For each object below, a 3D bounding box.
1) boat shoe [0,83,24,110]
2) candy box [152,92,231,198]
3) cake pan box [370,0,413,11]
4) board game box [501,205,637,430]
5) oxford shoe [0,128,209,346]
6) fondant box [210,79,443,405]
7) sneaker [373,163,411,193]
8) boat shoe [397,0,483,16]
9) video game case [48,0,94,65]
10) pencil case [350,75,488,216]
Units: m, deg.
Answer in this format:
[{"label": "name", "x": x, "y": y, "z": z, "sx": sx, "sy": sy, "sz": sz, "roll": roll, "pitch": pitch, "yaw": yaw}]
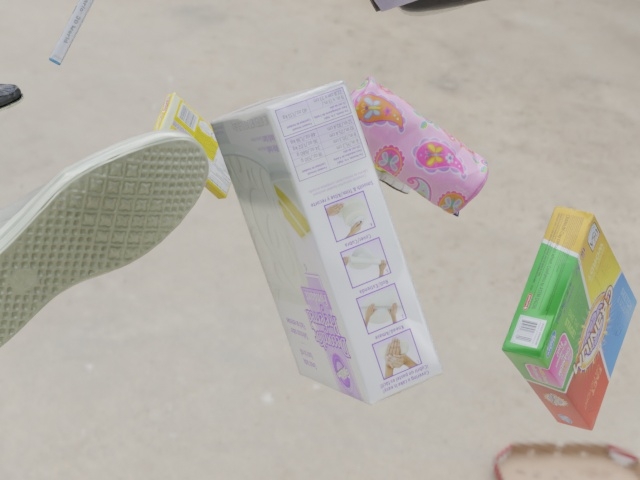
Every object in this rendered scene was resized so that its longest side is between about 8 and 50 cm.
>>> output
[{"label": "boat shoe", "x": -0.439, "y": -0.183, "z": 1.505, "sx": 0.133, "sy": 0.042, "sz": 0.049, "roll": -2, "pitch": 34, "yaw": 5}, {"label": "candy box", "x": -0.233, "y": -0.177, "z": 2.276, "sx": 0.027, "sy": 0.206, "sz": 0.105, "roll": -5, "pitch": 55, "yaw": 38}, {"label": "cake pan box", "x": 0.150, "y": -0.365, "z": 1.173, "sx": 0.246, "sy": 0.070, "sz": 0.266, "roll": -14, "pitch": 57, "yaw": 23}, {"label": "board game box", "x": 0.392, "y": 0.127, "z": 1.857, "sx": 0.064, "sy": 0.242, "sz": 0.316, "roll": 12, "pitch": -20, "yaw": 32}, {"label": "oxford shoe", "x": -0.348, "y": -0.008, "z": 1.556, "sx": 0.449, "sy": 0.169, "sz": 0.130, "roll": -37, "pitch": 37, "yaw": -10}, {"label": "fondant box", "x": 0.000, "y": 0.000, "z": 1.336, "sx": 0.096, "sy": 0.330, "sz": 0.238, "roll": -23, "pitch": 9, "yaw": -17}, {"label": "sneaker", "x": 0.115, "y": -0.160, "z": 2.227, "sx": 0.081, "sy": 0.094, "sz": 0.208, "roll": 35, "pitch": 8, "yaw": 36}, {"label": "boat shoe", "x": 0.218, "y": -0.329, "z": 1.333, "sx": 0.335, "sy": 0.112, "sz": 0.095, "roll": -12, "pitch": -21, "yaw": 21}, {"label": "video game case", "x": -0.248, "y": -0.268, "z": 1.299, "sx": 0.015, "sy": 0.166, "sz": 0.119, "roll": 27, "pitch": 5, "yaw": -14}, {"label": "pencil case", "x": 0.162, "y": -0.164, "z": 2.109, "sx": 0.284, "sy": 0.124, "sz": 0.124, "roll": 34, "pitch": 23, "yaw": -10}]
